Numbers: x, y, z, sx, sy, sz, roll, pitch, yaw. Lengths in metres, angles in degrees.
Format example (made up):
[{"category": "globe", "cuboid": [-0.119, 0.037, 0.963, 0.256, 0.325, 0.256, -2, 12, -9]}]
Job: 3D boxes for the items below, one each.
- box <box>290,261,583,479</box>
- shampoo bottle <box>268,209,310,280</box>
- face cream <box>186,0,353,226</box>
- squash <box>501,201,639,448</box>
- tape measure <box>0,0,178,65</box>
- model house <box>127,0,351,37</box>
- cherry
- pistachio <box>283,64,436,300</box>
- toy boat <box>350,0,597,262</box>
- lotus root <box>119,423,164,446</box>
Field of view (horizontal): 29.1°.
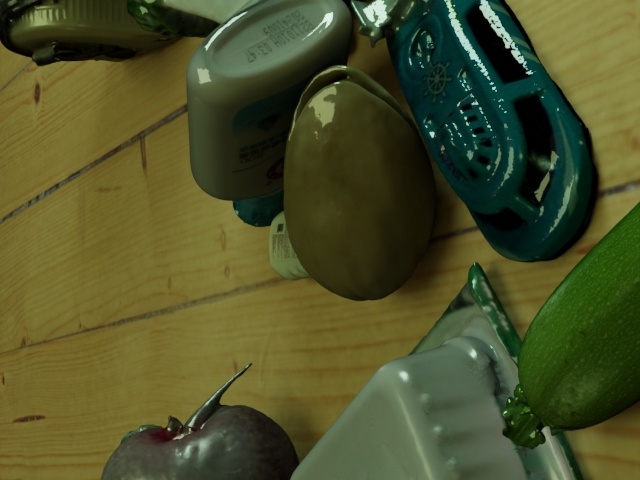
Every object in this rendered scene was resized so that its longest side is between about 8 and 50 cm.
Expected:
[{"category": "box", "cuboid": [0.072, 0.219, 1.051, 0.337, 0.106, 0.264, -56, 43, 43]}, {"category": "shampoo bottle", "cuboid": [0.000, 0.000, 1.240, 0.152, 0.045, 0.077, -7, 81, 62]}, {"category": "face cream", "cuboid": [-0.054, -0.107, 1.194, 0.080, 0.163, 0.337, 54, 162, 17]}, {"category": "squash", "cuboid": [0.221, 0.029, 0.800, 0.379, 0.101, 0.101, -56, 44, 46]}, {"category": "tape measure", "cuboid": [-0.330, -0.295, 1.639, 0.271, 0.231, 0.133, 3, 94, 60]}, {"category": "model house", "cuboid": [-0.024, -0.295, 1.204, 0.301, 0.190, 0.271, 31, 113, 39]}, {"category": "cherry", "cuboid": [-0.120, 0.276, 1.291, 0.183, 0.213, 0.266, 48, -153, -78]}, {"category": "pistachio", "cuboid": [0.033, -0.045, 1.082, 0.136, 0.136, 0.226, 42, 148, 53]}, {"category": "toy boat", "cuboid": [0.113, -0.111, 1.004, 0.134, 0.092, 0.299, -57, 42, 38]}, {"category": "lotus root", "cuboid": [-0.180, 0.376, 1.418, 0.175, 0.175, 0.349, -40, 53, 53]}]
